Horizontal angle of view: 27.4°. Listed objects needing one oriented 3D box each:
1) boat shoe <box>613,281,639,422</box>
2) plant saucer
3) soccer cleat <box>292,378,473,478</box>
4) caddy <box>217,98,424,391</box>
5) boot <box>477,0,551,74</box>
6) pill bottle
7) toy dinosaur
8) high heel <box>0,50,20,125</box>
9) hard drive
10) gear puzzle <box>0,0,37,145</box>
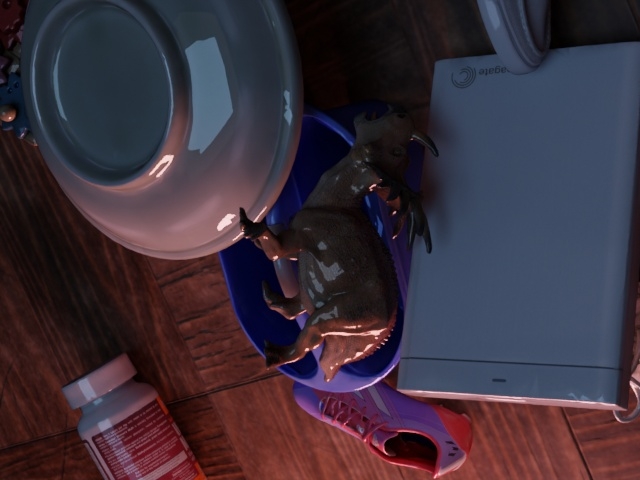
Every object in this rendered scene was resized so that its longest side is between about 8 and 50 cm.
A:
[{"bbox_3d":[0.298,0.100,1.335,0.367,0.156,0.135,12,115,30],"label":"boat shoe"},{"bbox_3d":[-0.205,-0.167,1.414,0.401,0.100,0.400,9,107,33],"label":"plant saucer"},{"bbox_3d":[0.063,0.215,1.575,0.248,0.095,0.083,18,118,26],"label":"soccer cleat"},{"bbox_3d":[0.000,0.000,1.478,0.241,0.179,0.341,-7,105,34],"label":"caddy"},{"bbox_3d":[0.214,-0.294,1.258,0.123,0.095,0.258,-7,96,34],"label":"boot"},{"bbox_3d":[-0.255,0.271,1.792,0.121,0.121,0.221,-28,93,38],"label":"pill bottle"},{"bbox_3d":[0.033,0.027,1.332,0.200,0.127,0.295,-7,110,3],"label":"toy dinosaur"},{"bbox_3d":[-0.296,-0.196,1.623,0.377,0.127,0.181,19,123,27],"label":"high heel"},{"bbox_3d":[0.203,-0.017,1.304,0.233,0.047,0.353,0,75,33],"label":"hard drive"},{"bbox_3d":[-0.320,-0.291,1.581,0.175,0.044,0.339,36,100,21],"label":"gear puzzle"}]
